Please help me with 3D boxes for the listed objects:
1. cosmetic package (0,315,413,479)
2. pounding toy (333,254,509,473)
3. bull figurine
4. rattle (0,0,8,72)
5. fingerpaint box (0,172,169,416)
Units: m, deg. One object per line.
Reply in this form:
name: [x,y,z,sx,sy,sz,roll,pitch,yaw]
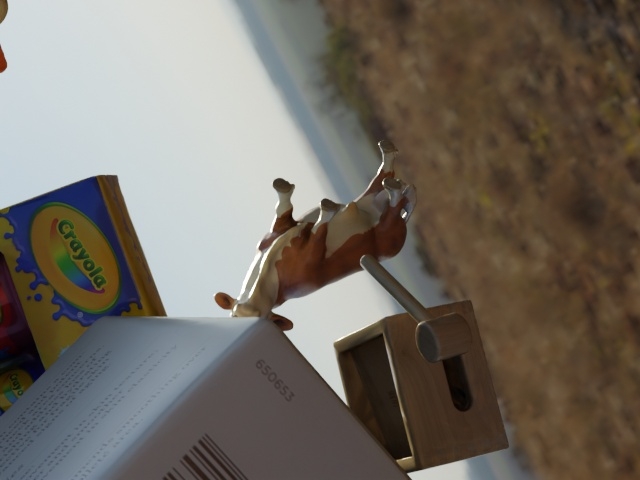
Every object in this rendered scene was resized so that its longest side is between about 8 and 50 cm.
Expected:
cosmetic package: [-0.123,0.282,1.300,0.327,0.329,0.393,49,160,-16]
pounding toy: [0.094,0.093,1.325,0.206,0.094,0.181,147,111,-66]
bull figurine: [0.000,0.000,1.981,0.101,0.310,0.188,40,135,24]
rattle: [-0.424,-0.318,1.954,0.143,0.130,0.200,-122,7,-61]
fingerpaint box: [-0.316,0.197,1.683,0.163,0.371,0.445,-83,-27,-87]
